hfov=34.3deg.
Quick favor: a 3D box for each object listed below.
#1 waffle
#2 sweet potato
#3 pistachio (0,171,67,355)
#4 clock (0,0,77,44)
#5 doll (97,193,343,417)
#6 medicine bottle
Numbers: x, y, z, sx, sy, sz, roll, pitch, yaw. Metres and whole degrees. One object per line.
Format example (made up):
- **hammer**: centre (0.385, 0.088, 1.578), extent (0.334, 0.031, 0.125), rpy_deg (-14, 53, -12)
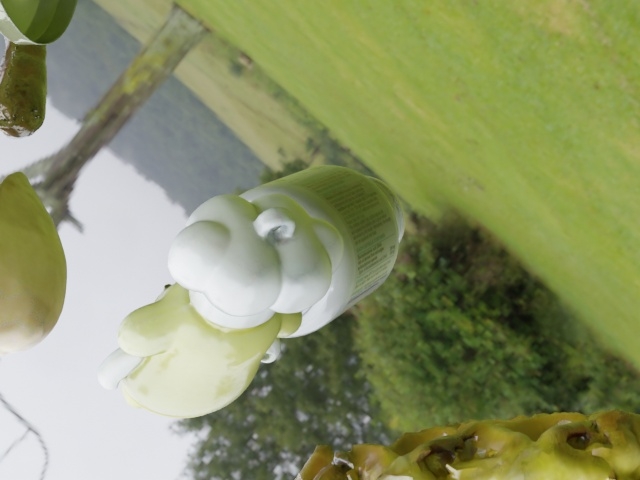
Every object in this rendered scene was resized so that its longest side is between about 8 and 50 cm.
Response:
- **waffle**: centre (0.131, 0.180, 0.631), extent (0.324, 0.261, 0.151), rpy_deg (20, -120, -69)
- **sweet potato**: centre (-0.397, -0.229, 1.379), extent (0.075, 0.075, 0.273), rpy_deg (35, -149, -39)
- **pistachio**: centre (-0.407, 0.021, 1.267), extent (0.187, 0.187, 0.299), rpy_deg (35, -155, -38)
- **clock**: centre (-0.289, -0.311, 1.030), extent (0.029, 0.234, 0.235), rpy_deg (1, 179, 8)
- **doll**: centre (-0.050, 0.036, 0.521), extent (0.106, 0.162, 0.062), rpy_deg (-6, -121, -35)
- **medicine bottle**: centre (0.000, 0.000, 0.963), extent (0.135, 0.135, 0.215), rpy_deg (39, -155, 11)
